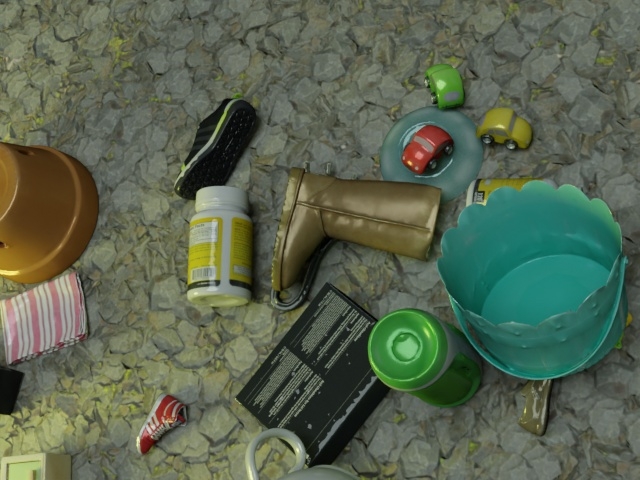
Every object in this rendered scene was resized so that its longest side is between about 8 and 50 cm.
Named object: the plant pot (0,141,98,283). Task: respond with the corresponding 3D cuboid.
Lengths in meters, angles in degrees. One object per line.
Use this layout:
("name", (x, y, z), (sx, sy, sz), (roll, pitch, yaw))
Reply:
("plant pot", (-0.628, -0.074, 1.938), (0.291, 0.203, 0.290), (-6, 74, 20))

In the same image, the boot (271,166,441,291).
("boot", (0.060, -0.003, 1.687), (0.270, 0.089, 0.236), (11, 93, 4))

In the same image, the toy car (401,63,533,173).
("toy car", (0.237, -0.238, 1.706), (0.239, 0.053, 0.224), (-13, 58, -5))

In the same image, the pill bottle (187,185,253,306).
("pill bottle", (-0.185, 0.012, 1.788), (0.119, 0.119, 0.208), (-5, 73, 20))

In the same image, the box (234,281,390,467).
("box", (0.011, 0.234, 1.657), (0.184, 0.103, 0.261), (39, 90, 28))

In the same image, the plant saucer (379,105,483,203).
("plant saucer", (0.195, -0.160, 1.737), (0.195, 0.037, 0.194), (-6, 73, 19))

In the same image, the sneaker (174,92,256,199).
("sneaker", (-0.211, -0.184, 1.893), (0.234, 0.084, 0.097), (-53, 40, -1))

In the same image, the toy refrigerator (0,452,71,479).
("toy refrigerator", (-0.532, 0.536, 1.783), (0.102, 0.094, 0.269), (-9, 71, 19))

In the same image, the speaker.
("speaker", (0.169, 0.188, 1.501), (0.131, 0.296, 0.131), (-6, 73, 19))

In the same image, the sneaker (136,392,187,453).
("sneaker", (-0.290, 0.346, 1.773), (0.067, 0.042, 0.118), (19, 80, 28))

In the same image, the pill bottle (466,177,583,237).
("pill bottle", (0.344, -0.053, 1.612), (0.184, 0.103, 0.103), (1, 75, 22))

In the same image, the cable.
("cable", (0.000, 0.000, 1.772), (0.140, 0.072, 0.287), (15, 93, 7))

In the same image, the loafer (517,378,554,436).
("loafer", (0.348, 0.239, 1.551), (0.050, 0.056, 0.147), (7, 77, 16))

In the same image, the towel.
("towel", (-0.563, 0.157, 1.941), (0.197, 0.029, 0.144), (-20, 68, 15))

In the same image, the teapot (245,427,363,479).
("teapot", (0.009, 0.442, 1.508), (0.253, 0.256, 0.187), (7, 35, 25))

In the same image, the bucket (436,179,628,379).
("bucket", (0.334, 0.066, 1.471), (0.281, 0.183, 0.281), (-16, 46, 17))

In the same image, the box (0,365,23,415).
("box", (-0.702, 0.276, 1.887), (0.156, 0.158, 0.093), (11, 80, 23))

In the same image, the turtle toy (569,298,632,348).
("turtle toy", (0.430, 0.132, 1.545), (0.095, 0.066, 0.130), (-40, 61, -13))
